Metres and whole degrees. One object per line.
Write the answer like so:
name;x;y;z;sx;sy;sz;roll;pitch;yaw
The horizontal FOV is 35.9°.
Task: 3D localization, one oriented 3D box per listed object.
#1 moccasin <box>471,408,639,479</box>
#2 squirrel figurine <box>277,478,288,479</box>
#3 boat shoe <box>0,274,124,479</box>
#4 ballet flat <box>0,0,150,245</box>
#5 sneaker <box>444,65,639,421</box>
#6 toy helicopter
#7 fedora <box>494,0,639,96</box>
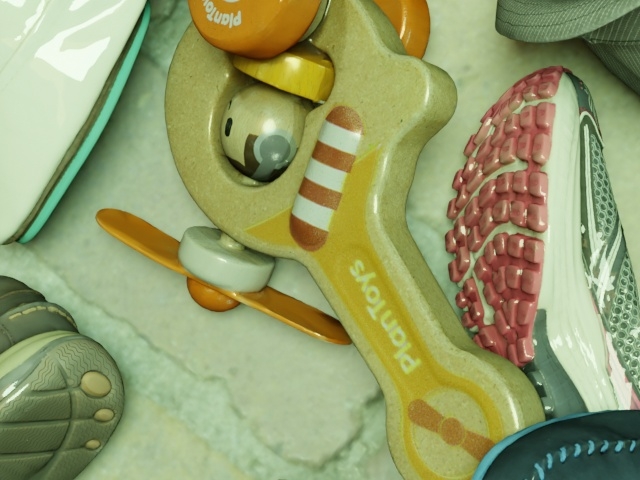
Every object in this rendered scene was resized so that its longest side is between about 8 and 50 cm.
moccasin;0.237;0.149;0.465;0.342;0.117;0.138;12;84;-18
squirrel figurine;-0.104;0.283;0.432;0.397;0.281;0.370;22;105;9
boat shoe;-0.280;0.167;0.629;0.355;0.132;0.130;-43;56;0
ballet flat;-0.149;-0.190;0.614;0.139;0.139;0.400;34;96;12
sneaker;0.147;0.047;0.575;0.112;0.121;0.299;-1;81;-19
toy helicopter;0.000;0.000;0.575;0.235;0.140;0.355;-43;62;26
fedora;0.224;-0.143;0.521;0.244;0.275;0.124;-40;110;-4
